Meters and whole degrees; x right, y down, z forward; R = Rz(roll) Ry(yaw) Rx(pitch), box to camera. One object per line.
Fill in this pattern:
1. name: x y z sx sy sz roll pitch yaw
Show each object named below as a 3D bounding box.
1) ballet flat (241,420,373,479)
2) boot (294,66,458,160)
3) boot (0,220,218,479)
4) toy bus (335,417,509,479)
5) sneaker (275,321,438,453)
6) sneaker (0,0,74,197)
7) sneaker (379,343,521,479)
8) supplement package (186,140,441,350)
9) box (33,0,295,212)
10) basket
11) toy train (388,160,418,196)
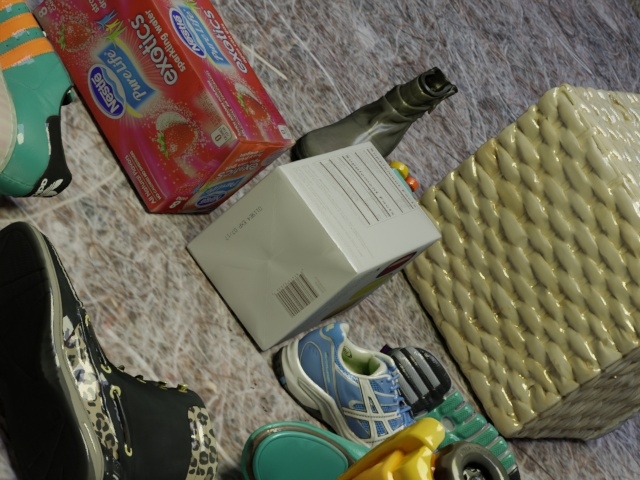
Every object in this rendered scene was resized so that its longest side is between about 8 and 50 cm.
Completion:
1. ballet flat: 0.001 0.211 1.603 0.247 0.083 0.087 29 8 -41
2. boot: 0.071 -0.145 2.093 0.083 0.161 0.246 51 24 0
3. boot: -0.179 0.107 1.404 0.178 0.085 0.236 18 47 -54
4. toy bus: 0.064 0.265 1.208 0.220 0.149 0.211 52 40 4
5. sneaker: 0.053 0.165 1.729 0.211 0.081 0.080 42 25 -19
6. sneaker: -0.290 -0.163 1.565 0.121 0.108 0.302 25 43 -46
7. sneaker: 0.137 0.201 1.841 0.224 0.083 0.098 61 -5 -9
8. supplement package: 0.000 0.000 1.796 0.134 0.139 0.244 53 25 7
9. box: -0.157 -0.164 1.761 0.257 0.128 0.122 59 25 15
10. basket: 0.310 0.033 2.080 0.266 0.328 0.331 0 56 -55
11. toy train: 0.048 -0.035 2.003 0.166 0.046 0.125 0 91 -50
